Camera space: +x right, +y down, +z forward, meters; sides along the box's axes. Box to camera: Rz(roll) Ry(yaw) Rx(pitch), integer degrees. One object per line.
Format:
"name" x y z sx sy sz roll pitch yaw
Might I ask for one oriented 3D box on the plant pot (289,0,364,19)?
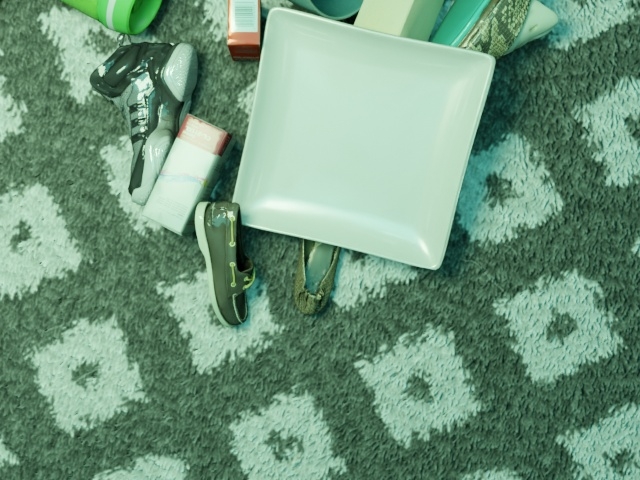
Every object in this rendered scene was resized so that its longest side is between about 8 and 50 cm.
"plant pot" -0.030 -0.502 1.403 0.195 0.290 0.290 21 92 29

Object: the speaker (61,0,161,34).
"speaker" -0.397 -0.437 1.439 0.296 0.131 0.131 29 91 6

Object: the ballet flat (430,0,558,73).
"ballet flat" 0.326 -0.439 1.456 0.182 0.164 0.483 22 89 -17

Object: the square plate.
"square plate" 0.059 -0.155 1.423 0.347 0.049 0.344 13 107 2

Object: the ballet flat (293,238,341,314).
"ballet flat" 0.000 0.000 1.504 0.084 0.058 0.250 11 92 -2

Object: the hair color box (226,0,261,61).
"hair color box" -0.118 -0.338 1.437 0.053 0.167 0.093 0 92 -2

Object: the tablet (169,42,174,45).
"tablet" -0.257 -0.280 1.519 0.083 0.006 0.054 -44 92 1

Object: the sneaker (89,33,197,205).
"sneaker" -0.299 -0.199 1.477 0.153 0.101 0.269 16 93 3

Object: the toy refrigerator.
"toy refrigerator" 0.146 -0.421 1.460 0.094 0.102 0.270 22 92 27

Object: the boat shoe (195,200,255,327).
"boat shoe" -0.141 0.042 1.458 0.068 0.081 0.228 -4 121 11

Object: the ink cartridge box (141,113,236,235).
"ink cartridge box" -0.208 -0.103 1.464 0.072 0.127 0.175 25 91 0
